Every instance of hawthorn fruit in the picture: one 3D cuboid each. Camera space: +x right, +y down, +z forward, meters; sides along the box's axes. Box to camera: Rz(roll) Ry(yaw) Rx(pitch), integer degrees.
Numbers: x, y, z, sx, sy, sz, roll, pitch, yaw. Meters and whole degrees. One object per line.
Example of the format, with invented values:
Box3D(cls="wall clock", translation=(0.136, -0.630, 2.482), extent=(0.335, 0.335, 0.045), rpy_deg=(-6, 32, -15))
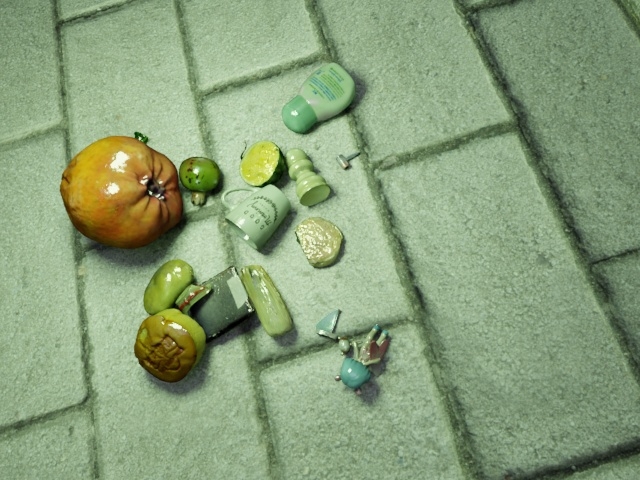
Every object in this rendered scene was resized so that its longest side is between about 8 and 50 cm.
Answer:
Box3D(cls="hawthorn fruit", translation=(-0.807, -0.191, 1.645), extent=(0.473, 0.471, 0.470), rpy_deg=(-2, 73, 6))

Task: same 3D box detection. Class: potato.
Box3D(cls="potato", translation=(-0.616, 0.191, 1.663), extent=(0.144, 0.169, 0.248), rpy_deg=(35, 79, -28))

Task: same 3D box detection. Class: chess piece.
Box3D(cls="chess piece", translation=(-0.072, -0.285, 1.756), extent=(0.145, 0.144, 0.251), rpy_deg=(-27, 66, -2))

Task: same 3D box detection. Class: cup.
Box3D(cls="cup", translation=(-0.273, -0.132, 1.683), extent=(0.258, 0.186, 0.234), rpy_deg=(44, 75, -11))

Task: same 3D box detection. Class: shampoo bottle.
Box3D(cls="shampoo bottle", translation=(-0.019, -0.620, 1.833), extent=(0.350, 0.151, 0.221), rpy_deg=(-41, 79, -7))

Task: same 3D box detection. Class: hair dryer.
Box3D(cls="hair dryer", translation=(0.131, -0.361, 1.802), extent=(0.115, 0.037, 0.063), rpy_deg=(-30, 74, -11))

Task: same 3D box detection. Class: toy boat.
Box3D(cls="toy boat", translation=(0.036, 0.319, 1.613), extent=(0.096, 0.034, 0.122), rpy_deg=(16, 67, 11))
Box3D(cls="toy boat", translation=(-0.508, 0.228, 1.609), extent=(0.071, 0.089, 0.185), rpy_deg=(39, 100, -24))

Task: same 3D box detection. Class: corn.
Box3D(cls="corn", translation=(-0.217, 0.233, 1.613), extent=(0.122, 0.123, 0.305), rpy_deg=(-31, 72, -2))

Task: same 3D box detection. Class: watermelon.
Box3D(cls="watermelon", translation=(-0.242, -0.322, 1.776), extent=(0.232, 0.127, 0.203), rpy_deg=(10, 84, 34))

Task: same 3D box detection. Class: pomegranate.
Box3D(cls="pomegranate", translation=(-0.522, -0.268, 1.790), extent=(0.180, 0.210, 0.179), rpy_deg=(4, 45, -4))

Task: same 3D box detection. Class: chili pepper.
Box3D(cls="chili pepper", translation=(-0.913, -0.411, 1.909), extent=(0.253, 0.083, 0.099), rpy_deg=(-41, 64, -10))

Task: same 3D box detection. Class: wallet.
Box3D(cls="wallet", translation=(-0.402, 0.255, 1.636), extent=(0.262, 0.071, 0.220), rpy_deg=(-34, 68, 13))

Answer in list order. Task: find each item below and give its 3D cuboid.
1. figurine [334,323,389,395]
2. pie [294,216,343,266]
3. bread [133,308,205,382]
Box3D(cls="figurine", translation=(0.147, 0.421, 1.529), extent=(0.205, 0.102, 0.260), rpy_deg=(32, 70, 12))
Box3D(cls="pie", translation=(0.000, -0.001, 1.697), extent=(0.185, 0.052, 0.218), rpy_deg=(-24, 70, 1))
Box3D(cls="bread", translation=(-0.568, 0.395, 1.554), extent=(0.270, 0.148, 0.269), rpy_deg=(4, 103, 15))
